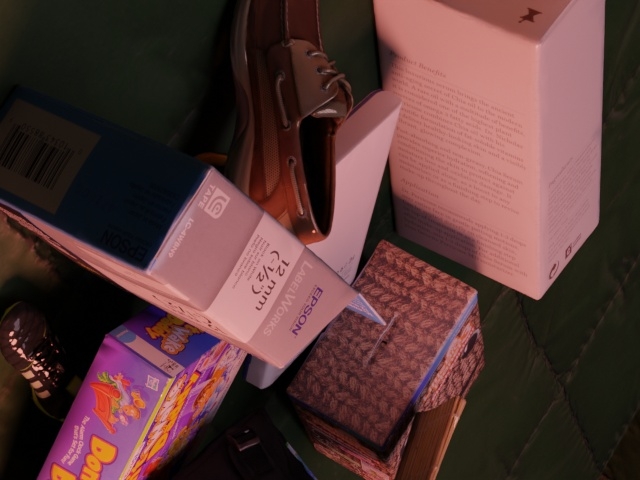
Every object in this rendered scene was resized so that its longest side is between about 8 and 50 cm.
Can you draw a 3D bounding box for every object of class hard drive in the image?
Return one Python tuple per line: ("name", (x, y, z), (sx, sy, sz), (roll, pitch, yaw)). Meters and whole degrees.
("hard drive", (0.000, 0.000, 2.074), (0.210, 0.040, 0.319), (-44, 156, -45))

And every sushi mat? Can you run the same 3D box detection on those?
("sushi mat", (0.090, 0.337, 2.075), (0.317, 0.019, 0.151), (-69, -168, -18))

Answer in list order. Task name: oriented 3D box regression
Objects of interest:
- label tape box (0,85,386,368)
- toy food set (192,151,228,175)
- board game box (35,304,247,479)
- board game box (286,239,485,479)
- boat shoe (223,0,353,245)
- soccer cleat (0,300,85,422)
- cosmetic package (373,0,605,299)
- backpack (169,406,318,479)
("label tape box", (-0.126, 0.012, 1.634), (0.115, 0.249, 0.347), (-59, 144, -10))
("toy food set", (-0.111, -0.022, 1.887), (0.218, 0.071, 0.128), (3, 110, -61))
("board game box", (-0.194, 0.209, 1.806), (0.347, 0.078, 0.233), (-62, 167, 27))
("board game box", (0.093, 0.173, 2.299), (0.232, 0.141, 0.291), (-57, 162, -13))
("boat shoe", (-0.021, -0.148, 1.824), (0.123, 0.116, 0.324), (-2, 96, -62))
("soccer cleat", (-0.263, 0.121, 1.736), (0.060, 0.072, 0.179), (-51, 151, -24))
("cosmetic package", (0.210, -0.160, 2.173), (0.161, 0.230, 0.453), (-49, 151, -29))
("backpack", (-0.046, 0.406, 1.864), (0.290, 0.355, 0.273), (-43, 169, -50))
